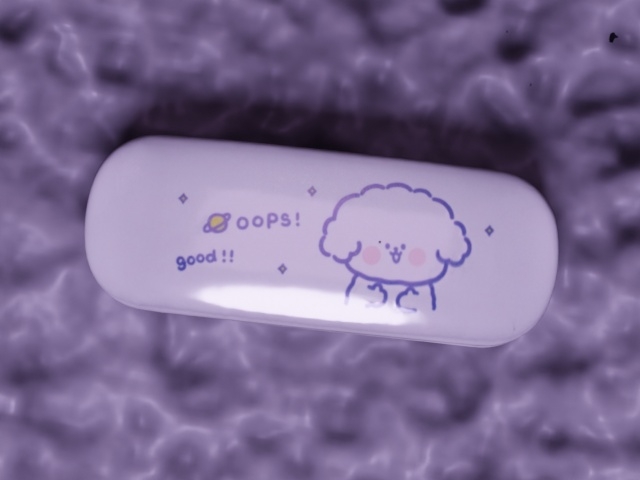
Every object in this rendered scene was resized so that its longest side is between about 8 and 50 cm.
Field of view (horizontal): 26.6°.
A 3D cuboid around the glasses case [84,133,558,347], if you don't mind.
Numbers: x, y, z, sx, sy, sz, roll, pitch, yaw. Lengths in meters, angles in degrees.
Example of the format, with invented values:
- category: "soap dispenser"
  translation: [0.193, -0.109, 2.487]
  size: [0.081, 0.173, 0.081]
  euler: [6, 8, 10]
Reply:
- category: "glasses case"
  translation: [0.000, 0.000, 0.563]
  size: [0.197, 0.049, 0.076]
  euler: [7, 87, 1]
